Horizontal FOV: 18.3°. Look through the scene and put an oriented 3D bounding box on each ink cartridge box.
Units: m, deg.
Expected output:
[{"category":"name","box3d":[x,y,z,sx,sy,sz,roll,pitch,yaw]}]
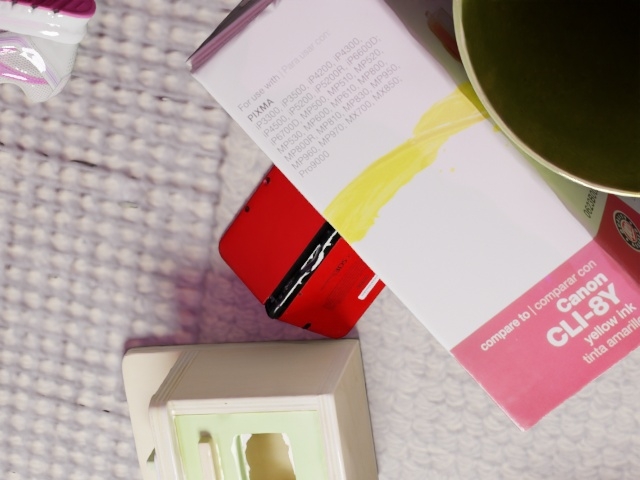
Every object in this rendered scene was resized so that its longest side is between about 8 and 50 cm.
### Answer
[{"category":"ink cartridge box","box3d":[0.106,-0.082,1.584,0.160,0.279,0.384,-40,99,23]}]

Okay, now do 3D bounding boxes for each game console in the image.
[{"category":"game console","box3d":[0.000,0.000,1.791,0.124,0.085,0.144,20,121,-31]}]

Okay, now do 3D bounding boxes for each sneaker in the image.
[{"category":"sneaker","box3d":[-0.326,-0.180,1.742,0.252,0.103,0.111,13,113,8]}]

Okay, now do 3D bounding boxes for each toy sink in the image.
[{"category":"toy sink","box3d":[-0.079,0.187,1.823,0.234,0.131,0.152,-2,111,15]}]

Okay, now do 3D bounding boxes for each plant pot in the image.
[{"category":"plant pot","box3d":[0.255,-0.213,1.486,0.275,0.293,0.274,5,114,11]}]
